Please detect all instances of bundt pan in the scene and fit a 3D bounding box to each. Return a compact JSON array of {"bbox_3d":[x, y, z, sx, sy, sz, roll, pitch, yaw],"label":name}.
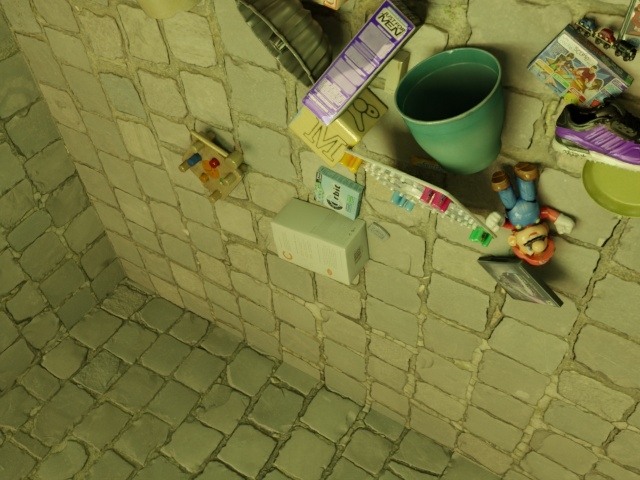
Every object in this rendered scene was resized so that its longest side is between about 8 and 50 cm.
[{"bbox_3d":[-0.086,-0.594,1.687,0.331,0.124,0.331,47,180,0],"label":"bundt pan"}]

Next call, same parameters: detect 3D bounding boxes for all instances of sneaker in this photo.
[{"bbox_3d":[0.696,-0.256,1.378,0.294,0.102,0.146,17,137,29],"label":"sneaker"}]

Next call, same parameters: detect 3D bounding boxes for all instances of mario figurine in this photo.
[{"bbox_3d":[0.607,-0.054,1.703,0.198,0.170,0.320,-1,127,42],"label":"mario figurine"}]

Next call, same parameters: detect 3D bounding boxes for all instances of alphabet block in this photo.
[{"bbox_3d":[0.053,-0.382,1.836,0.197,0.192,0.193,44,148,-5],"label":"alphabet block"}]

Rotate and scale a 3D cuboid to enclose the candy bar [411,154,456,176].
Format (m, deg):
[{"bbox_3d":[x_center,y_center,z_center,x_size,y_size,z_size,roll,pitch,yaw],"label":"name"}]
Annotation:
[{"bbox_3d":[0.360,-0.236,1.862,0.162,0.018,0.040,21,142,27],"label":"candy bar"}]

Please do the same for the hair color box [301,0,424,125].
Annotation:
[{"bbox_3d":[0.111,-0.472,1.557,0.110,0.185,0.339,45,117,-4],"label":"hair color box"}]

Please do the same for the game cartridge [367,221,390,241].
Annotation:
[{"bbox_3d":[0.222,-0.032,2.231,0.083,0.017,0.056,39,150,0],"label":"game cartridge"}]

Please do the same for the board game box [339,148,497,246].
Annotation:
[{"bbox_3d":[0.293,-0.123,1.768,0.390,0.050,0.390,31,-179,40],"label":"board game box"}]

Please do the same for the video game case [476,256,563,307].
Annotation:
[{"bbox_3d":[0.638,0.130,1.909,0.196,0.026,0.274,45,171,-8],"label":"video game case"}]

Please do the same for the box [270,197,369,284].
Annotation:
[{"bbox_3d":[0.000,0.000,2.344,0.345,0.168,0.215,20,142,26],"label":"box"}]

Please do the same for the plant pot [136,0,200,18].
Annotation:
[{"bbox_3d":[-0.491,-0.846,1.741,0.334,0.333,0.305,17,151,30],"label":"plant pot"}]

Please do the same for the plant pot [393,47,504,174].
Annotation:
[{"bbox_3d":[0.363,-0.320,1.564,0.272,0.271,0.255,12,151,35],"label":"plant pot"}]

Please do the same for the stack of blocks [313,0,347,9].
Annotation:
[{"bbox_3d":[0.006,-0.774,1.516,0.171,0.087,0.297,28,145,16],"label":"stack of blocks"}]

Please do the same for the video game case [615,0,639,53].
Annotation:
[{"bbox_3d":[0.761,-0.483,1.175,0.248,0.035,0.274,24,143,23],"label":"video game case"}]

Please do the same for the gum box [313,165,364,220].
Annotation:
[{"bbox_3d":[0.065,-0.174,2.193,0.184,0.041,0.157,29,145,17],"label":"gum box"}]

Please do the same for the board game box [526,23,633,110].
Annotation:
[{"bbox_3d":[0.617,-0.400,1.410,0.201,0.035,0.136,40,147,-1],"label":"board game box"}]

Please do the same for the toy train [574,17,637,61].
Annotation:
[{"bbox_3d":[0.630,-0.449,1.303,0.158,0.027,0.036,48,151,28],"label":"toy train"}]

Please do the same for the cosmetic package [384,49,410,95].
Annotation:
[{"bbox_3d":[0.219,-0.478,1.680,0.041,0.060,0.115,27,146,16],"label":"cosmetic package"}]

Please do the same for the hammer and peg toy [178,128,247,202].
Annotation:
[{"bbox_3d":[-0.432,-0.328,2.418,0.266,0.127,0.361,46,146,-5],"label":"hammer and peg toy"}]

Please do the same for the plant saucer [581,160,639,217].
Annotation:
[{"bbox_3d":[0.799,-0.163,1.508,0.241,0.037,0.241,26,144,21],"label":"plant saucer"}]
